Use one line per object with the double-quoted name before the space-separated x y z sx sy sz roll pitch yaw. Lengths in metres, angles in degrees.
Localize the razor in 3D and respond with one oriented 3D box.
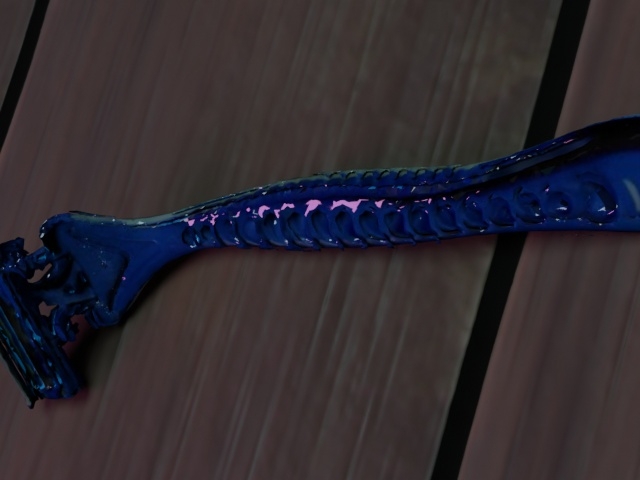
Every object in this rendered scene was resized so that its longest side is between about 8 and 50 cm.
"razor" 0.003 -0.007 0.632 0.324 0.093 0.056 -12 30 27
